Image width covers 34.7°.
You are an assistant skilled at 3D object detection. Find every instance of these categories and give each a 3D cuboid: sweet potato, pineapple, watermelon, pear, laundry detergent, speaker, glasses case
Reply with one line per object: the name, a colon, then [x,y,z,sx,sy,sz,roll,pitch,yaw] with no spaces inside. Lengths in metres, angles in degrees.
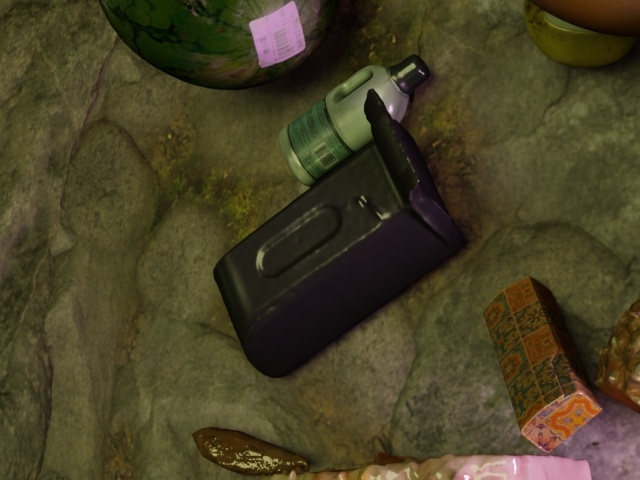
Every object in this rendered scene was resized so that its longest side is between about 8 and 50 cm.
sweet potato: [-0.098,0.287,1.367,0.206,0.068,0.060,2,105,32]
pineapple: [0.395,0.061,0.998,0.158,0.158,0.278,36,97,37]
watermelon: [-0.143,-0.375,1.386,0.363,0.363,0.363,-10,74,35]
pear: [0.303,-0.259,1.170,0.141,0.104,0.141,-3,70,7]
laundry detergent: [0.048,-0.169,1.360,0.226,0.070,0.099,-36,54,26]
speaker: [0.000,0.000,1.284,0.388,0.184,0.180,-39,59,25]
glasses case: [0.229,0.124,1.095,0.075,0.049,0.218,-46,22,20]

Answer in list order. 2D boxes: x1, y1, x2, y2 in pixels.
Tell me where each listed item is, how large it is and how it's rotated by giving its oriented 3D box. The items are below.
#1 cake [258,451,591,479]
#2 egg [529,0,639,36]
cake: [0.124,0.364,1.043,0.307,0.293,0.314,-16,74,28]
egg: [0.289,-0.353,1.000,0.351,0.282,0.282,37,103,15]
